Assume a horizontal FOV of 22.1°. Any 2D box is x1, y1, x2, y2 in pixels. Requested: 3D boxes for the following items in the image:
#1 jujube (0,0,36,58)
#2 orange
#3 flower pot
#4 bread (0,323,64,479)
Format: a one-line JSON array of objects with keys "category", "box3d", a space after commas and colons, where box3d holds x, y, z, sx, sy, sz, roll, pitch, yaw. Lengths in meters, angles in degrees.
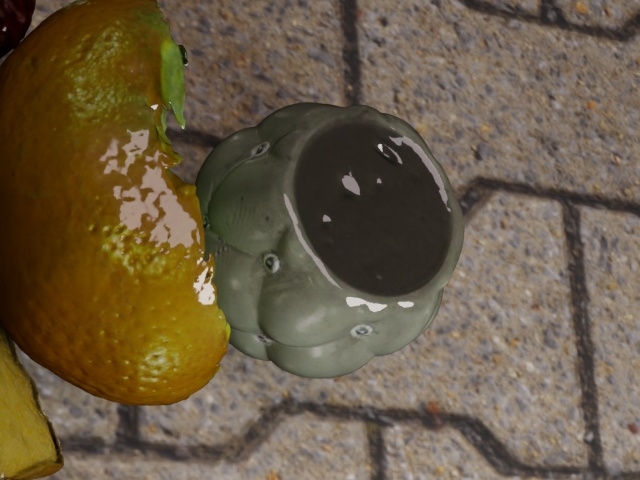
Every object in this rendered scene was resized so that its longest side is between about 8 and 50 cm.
[{"category": "jujube", "box3d": [-0.376, -0.256, 1.295, 0.342, 0.216, 0.216, 38, 56, -37]}, {"category": "orange", "box3d": [-0.181, -0.037, 1.300, 0.196, 0.262, 0.334, 5, 66, -28]}, {"category": "flower pot", "box3d": [0.000, 0.000, 1.436, 0.246, 0.195, 0.246, 10, 68, -26]}, {"category": "bread", "box3d": [-0.302, 0.135, 1.243, 0.161, 0.088, 0.233, 59, 21, 9]}]
